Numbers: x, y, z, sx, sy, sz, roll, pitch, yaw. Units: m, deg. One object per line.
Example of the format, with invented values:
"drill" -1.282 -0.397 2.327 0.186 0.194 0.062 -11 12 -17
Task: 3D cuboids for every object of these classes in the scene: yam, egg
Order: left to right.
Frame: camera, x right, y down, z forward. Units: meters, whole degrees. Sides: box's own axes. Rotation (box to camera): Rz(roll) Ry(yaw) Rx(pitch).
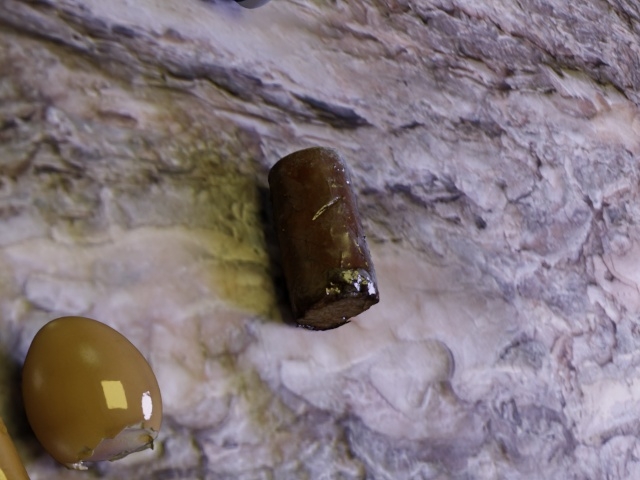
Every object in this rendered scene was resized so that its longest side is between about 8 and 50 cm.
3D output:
"egg" -0.142 0.092 0.628 0.080 0.080 0.096 1 56 -49
"yam" 0.002 -0.001 0.862 0.079 0.079 0.141 14 53 -44

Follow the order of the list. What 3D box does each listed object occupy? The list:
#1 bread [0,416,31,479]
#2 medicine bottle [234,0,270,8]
"bread" -0.198 0.157 0.482 0.152 0.119 0.288 -20 79 -50
"medicine bottle" -0.106 -0.305 0.927 0.191 0.107 0.107 32 44 -31
